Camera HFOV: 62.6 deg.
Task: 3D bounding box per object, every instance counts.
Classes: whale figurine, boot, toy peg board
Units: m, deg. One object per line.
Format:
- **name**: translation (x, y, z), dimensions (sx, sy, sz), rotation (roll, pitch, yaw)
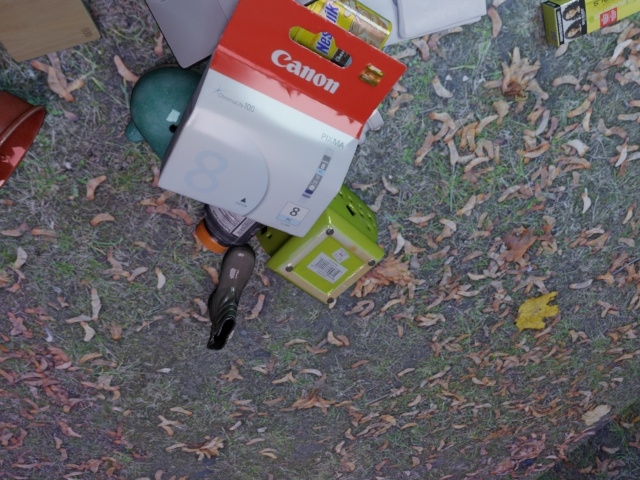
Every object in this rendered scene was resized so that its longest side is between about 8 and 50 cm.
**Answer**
- **whale figurine**: translation (-0.280, -0.205, 1.047), dimensions (0.216, 0.141, 0.272), rotation (-2, 126, -10)
- **boot**: translation (-0.218, 0.146, 1.299), dimensions (0.083, 0.161, 0.247), rotation (15, 121, -21)
- **toy peg board**: translation (-0.491, -0.418, 0.907), dimensions (0.161, 0.079, 0.161), rotation (-15, 142, 1)

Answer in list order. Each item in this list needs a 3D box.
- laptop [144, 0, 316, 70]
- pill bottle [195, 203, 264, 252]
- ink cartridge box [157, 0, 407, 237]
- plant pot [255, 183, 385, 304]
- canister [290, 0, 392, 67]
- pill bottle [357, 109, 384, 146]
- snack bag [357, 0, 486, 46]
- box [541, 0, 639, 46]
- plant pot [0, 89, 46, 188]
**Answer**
- **laptop**: translation (-0.174, -0.479, 0.686), dimensions (0.381, 0.236, 0.408), rotation (-19, 110, 20)
- **pill bottle**: translation (-0.170, -0.079, 1.166), dimensions (0.245, 0.131, 0.130), rotation (-42, 122, 19)
- **ink cartridge box**: translation (-0.071, -0.197, 0.926), dimensions (0.307, 0.091, 0.385), rotation (20, 130, -25)
- **plant pot**: translation (0.000, 0.000, 1.210), dimensions (0.227, 0.207, 0.228), rotation (-42, 123, 18)
- **canister**: translation (0.033, -0.395, 0.981), dimensions (0.169, 0.073, 0.126), rotation (23, 122, -21)
- **pill bottle**: translation (0.033, -0.234, 1.105), dimensions (0.186, 0.112, 0.112), rotation (-28, 126, 10)
- **snack bag**: translation (0.131, -0.521, 0.965), dimensions (0.342, 0.037, 0.323), rotation (-16, 127, 1)
- **box**: translation (0.574, -0.484, 1.064), dimensions (0.232, 0.058, 0.087), rotation (-22, 126, 5)
- **plant pot**: translation (-0.681, -0.201, 0.912), dimensions (0.265, 0.272, 0.272), rotation (34, 113, -21)
